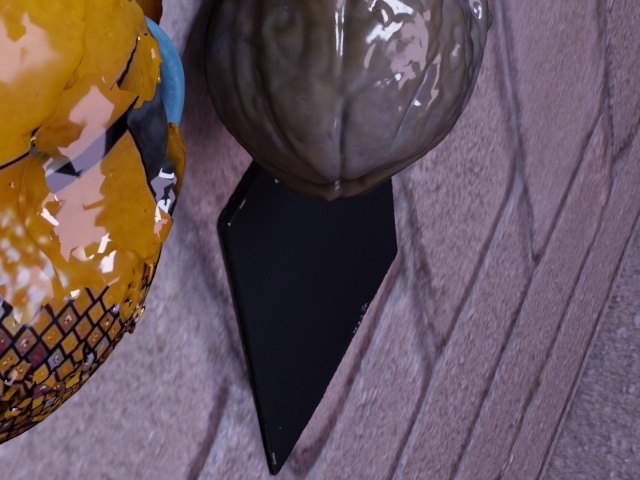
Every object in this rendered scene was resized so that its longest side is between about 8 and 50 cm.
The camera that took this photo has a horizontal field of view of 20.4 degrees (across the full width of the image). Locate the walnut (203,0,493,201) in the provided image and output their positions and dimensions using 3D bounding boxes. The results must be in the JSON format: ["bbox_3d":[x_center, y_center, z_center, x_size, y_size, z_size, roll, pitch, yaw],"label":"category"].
[{"bbox_3d":[0.017,-0.141,1.061,0.178,0.178,0.230,42,54,-69],"label":"walnut"}]

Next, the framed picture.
[{"bbox_3d":[0.000,0.000,1.355,0.324,0.013,0.244,81,31,-51],"label":"framed picture"}]

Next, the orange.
[{"bbox_3d":[-0.156,-0.032,0.611,0.234,0.182,0.234,-37,133,-54],"label":"orange"}]

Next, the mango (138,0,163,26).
[{"bbox_3d":[-0.115,-0.110,0.854,0.077,0.063,0.127,-14,129,-36],"label":"mango"}]

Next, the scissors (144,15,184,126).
[{"bbox_3d":[-0.088,-0.186,0.731,0.192,0.029,0.447,-8,127,-47],"label":"scissors"}]
